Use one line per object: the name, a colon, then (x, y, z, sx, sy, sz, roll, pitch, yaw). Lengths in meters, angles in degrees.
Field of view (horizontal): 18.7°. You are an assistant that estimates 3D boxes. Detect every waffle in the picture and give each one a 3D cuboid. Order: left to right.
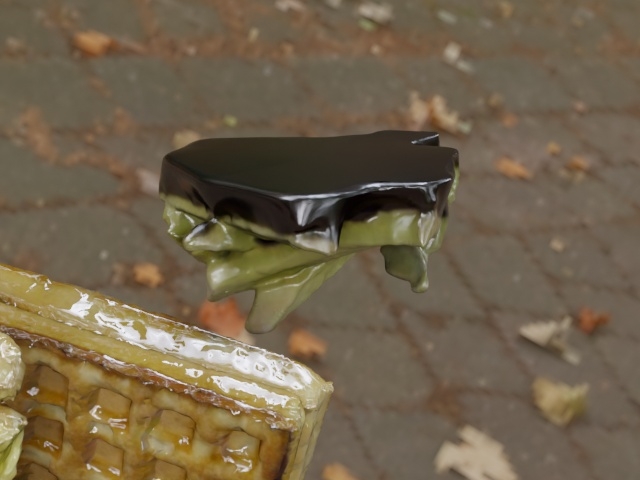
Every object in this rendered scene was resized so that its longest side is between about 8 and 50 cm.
waffle: (-0.159, 0.143, 1.395, 0.308, 0.213, 0.091, 18, 36, 8)

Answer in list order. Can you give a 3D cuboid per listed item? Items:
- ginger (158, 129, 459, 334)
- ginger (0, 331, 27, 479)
ginger: (0.000, 0.000, 2.205, 0.358, 0.211, 0.413, -7, 15, -17)
ginger: (-0.261, 0.159, 1.238, 0.157, 0.216, 0.102, 7, -9, 17)
